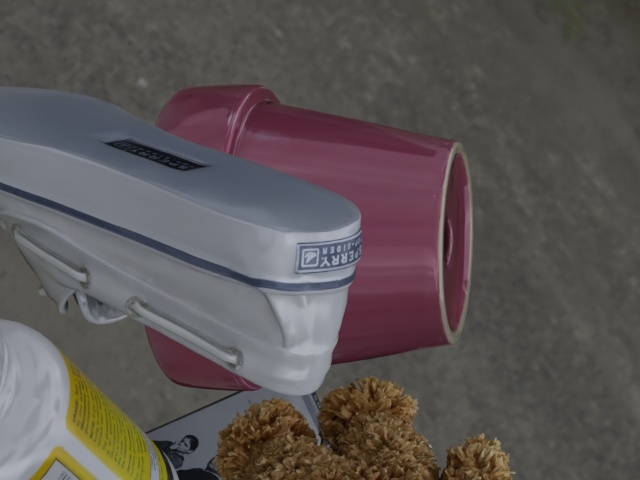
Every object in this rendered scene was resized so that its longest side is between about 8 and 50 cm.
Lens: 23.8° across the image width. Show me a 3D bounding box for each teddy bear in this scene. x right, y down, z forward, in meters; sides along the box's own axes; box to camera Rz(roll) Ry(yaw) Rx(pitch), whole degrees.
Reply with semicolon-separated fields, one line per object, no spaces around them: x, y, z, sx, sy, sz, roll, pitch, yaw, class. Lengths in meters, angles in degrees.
0.034;0.204;1.110;0.245;0.113;0.338;2;30;-2;teddy bear

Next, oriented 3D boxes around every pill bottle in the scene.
-0.274;0.189;1.361;0.334;0.188;0.188;56;12;-49;pill bottle

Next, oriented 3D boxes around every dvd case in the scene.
-0.089;0.255;1.576;0.179;0.238;0.029;65;12;-1;dvd case

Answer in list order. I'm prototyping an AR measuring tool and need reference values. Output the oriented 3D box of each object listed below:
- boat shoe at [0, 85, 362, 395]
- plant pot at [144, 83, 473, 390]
-0.095;-0.005;0.657;0.258;0.084;0.095;24;24;40;boat shoe
0.000;0.000;0.974;0.201;0.180;0.201;2;90;-76;plant pot
